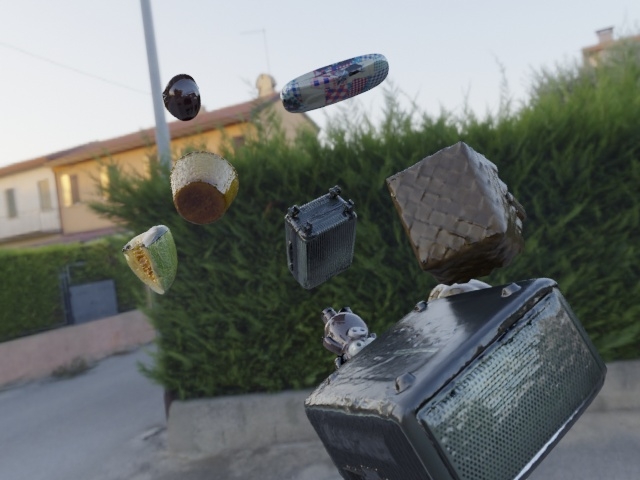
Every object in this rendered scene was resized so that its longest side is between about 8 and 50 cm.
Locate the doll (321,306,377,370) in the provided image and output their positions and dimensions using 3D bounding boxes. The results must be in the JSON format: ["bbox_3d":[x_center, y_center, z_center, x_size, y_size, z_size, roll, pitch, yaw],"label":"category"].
[{"bbox_3d":[0.095,0.290,1.568,0.182,0.117,0.257,-1,30,-23],"label":"doll"}]

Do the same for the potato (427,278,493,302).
[{"bbox_3d":[0.404,0.182,1.386,0.176,0.195,0.369,-50,19,-10],"label":"potato"}]

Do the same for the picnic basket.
[{"bbox_3d":[0.331,-0.051,1.301,0.254,0.291,0.321,-27,-24,24],"label":"picnic basket"}]

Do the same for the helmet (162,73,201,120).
[{"bbox_3d":[-0.349,-0.358,1.420,0.098,0.070,0.123,-27,-20,-28],"label":"helmet"}]

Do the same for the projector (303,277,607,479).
[{"bbox_3d":[0.221,0.269,1.003,0.405,0.242,0.395,-32,3,-27],"label":"projector"}]

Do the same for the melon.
[{"bbox_3d":[-0.315,0.037,1.074,0.079,0.128,0.160,-29,13,-34],"label":"melon"}]

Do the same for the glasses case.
[{"bbox_3d":[0.043,-0.453,1.599,0.327,0.076,0.125,-19,-19,-3],"label":"glasses case"}]

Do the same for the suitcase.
[{"bbox_3d":[0.000,0.000,1.653,0.202,0.128,0.312,-27,-33,-21],"label":"suitcase"}]

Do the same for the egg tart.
[{"bbox_3d":[-0.358,-0.152,1.669,0.215,0.215,0.171,-7,32,1],"label":"egg tart"}]
